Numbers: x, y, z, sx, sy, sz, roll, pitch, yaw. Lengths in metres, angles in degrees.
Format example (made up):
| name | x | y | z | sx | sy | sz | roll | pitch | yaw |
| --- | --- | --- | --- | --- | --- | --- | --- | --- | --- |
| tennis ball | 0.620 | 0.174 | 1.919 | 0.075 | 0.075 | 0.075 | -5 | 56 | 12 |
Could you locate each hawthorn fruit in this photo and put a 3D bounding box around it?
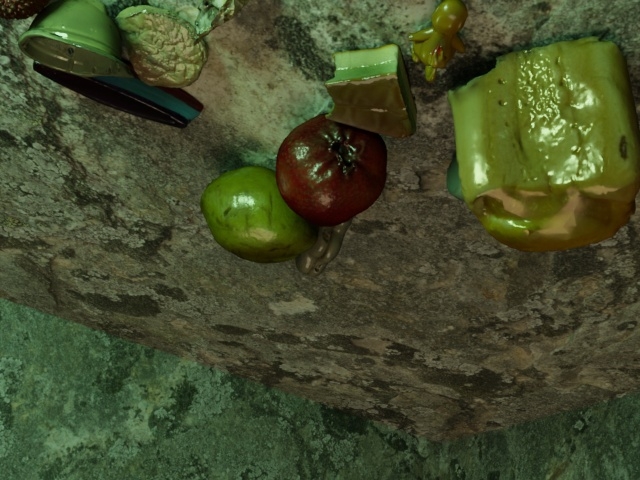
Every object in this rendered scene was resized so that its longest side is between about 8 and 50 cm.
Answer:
| name | x | y | z | sx | sy | sz | roll | pitch | yaw |
| --- | --- | --- | --- | --- | --- | --- | --- | --- | --- |
| hawthorn fruit | 0.011 | -0.161 | 1.596 | 0.265 | 0.265 | 0.307 | 18 | 167 | -15 |

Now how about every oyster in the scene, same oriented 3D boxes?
| name | x | y | z | sx | sy | sz | roll | pitch | yaw |
| --- | --- | --- | --- | --- | --- | --- | --- | --- | --- |
| oyster | -0.194 | -0.457 | 1.330 | 0.061 | 0.106 | 0.200 | 19 | 159 | -41 |

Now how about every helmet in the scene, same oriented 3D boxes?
| name | x | y | z | sx | sy | sz | roll | pitch | yaw |
| --- | --- | --- | --- | --- | --- | --- | --- | --- | --- |
| helmet | -0.488 | -0.430 | 1.371 | 0.257 | 0.137 | 0.204 | 11 | 175 | 27 |

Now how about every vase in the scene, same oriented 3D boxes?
| name | x | y | z | sx | sy | sz | roll | pitch | yaw |
| --- | --- | --- | --- | --- | --- | --- | --- | --- | --- |
| vase | 0.441 | -0.147 | 1.630 | 0.248 | 0.128 | 0.128 | 5 | 149 | -12 |

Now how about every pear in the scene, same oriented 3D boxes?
| name | x | y | z | sx | sy | sz | roll | pitch | yaw |
| --- | --- | --- | --- | --- | --- | --- | --- | --- | --- |
| pear | -0.159 | -0.067 | 1.756 | 0.321 | 0.269 | 0.269 | 26 | 144 | -14 |

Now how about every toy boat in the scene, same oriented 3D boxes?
| name | x | y | z | sx | sy | sz | roll | pitch | yaw |
| --- | --- | --- | --- | --- | --- | --- | --- | --- | --- |
| toy boat | -0.472 | -0.359 | 1.564 | 0.392 | 0.079 | 0.136 | 20 | 147 | -13 |

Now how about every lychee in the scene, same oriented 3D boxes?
| name | x | y | z | sx | sy | sz | roll | pitch | yaw |
| --- | --- | --- | --- | --- | --- | --- | --- | --- | --- |
| lychee | -0.592 | -0.506 | 1.267 | 0.165 | 0.165 | 0.197 | 25 | 171 | -24 |

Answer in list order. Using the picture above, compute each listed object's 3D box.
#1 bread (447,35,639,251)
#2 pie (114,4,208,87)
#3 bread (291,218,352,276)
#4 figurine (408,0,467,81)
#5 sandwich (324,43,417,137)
| name | x | y | z | sx | sy | sz | roll | pitch | yaw |
| --- | --- | --- | --- | --- | --- | --- | --- | --- | --- |
| bread | 0.463 | -0.170 | 1.365 | 0.361 | 0.394 | 0.250 | -10 | 159 | 21 |
| pie | -0.339 | -0.416 | 1.448 | 0.185 | 0.052 | 0.218 | 3 | 143 | 10 |
| bread | -0.005 | -0.003 | 1.909 | 0.102 | 0.183 | 0.337 | 21 | 144 | -14 |
| figurine | 0.234 | -0.389 | 1.292 | 0.121 | 0.122 | 0.176 | 13 | 149 | -2 |
| sandwich | 0.106 | -0.310 | 1.462 | 0.186 | 0.108 | 0.220 | -4 | 148 | 19 |
